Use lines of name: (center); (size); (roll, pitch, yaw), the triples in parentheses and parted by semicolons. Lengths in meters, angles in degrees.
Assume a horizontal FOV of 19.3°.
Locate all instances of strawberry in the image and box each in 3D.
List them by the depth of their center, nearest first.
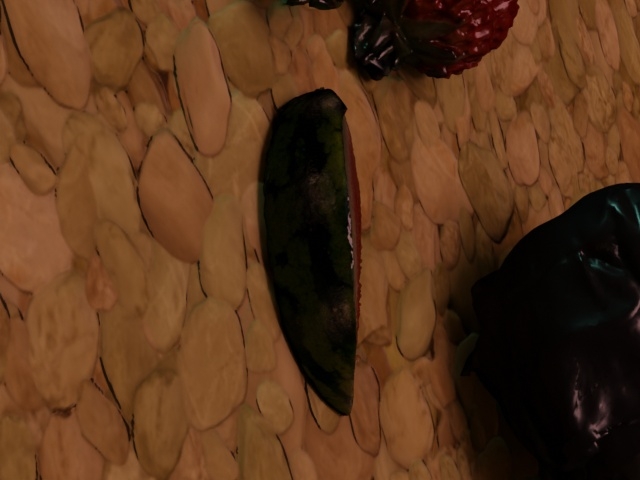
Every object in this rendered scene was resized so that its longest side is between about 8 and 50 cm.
strawberry: (0.105, -0.235, 1.554); (0.188, 0.106, 0.286); (64, 31, -28)

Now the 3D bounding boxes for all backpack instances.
backpack: (0.301, 0.179, 1.611); (0.363, 0.255, 0.446); (-4, 69, -63)

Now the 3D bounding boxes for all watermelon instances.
watermelon: (0.006, -0.001, 1.342); (0.119, 0.063, 0.245); (28, 53, -72)

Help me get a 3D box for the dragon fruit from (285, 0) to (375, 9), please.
dragon fruit: (0.025, -0.258, 1.383); (0.236, 0.137, 0.135); (-64, 150, -47)
